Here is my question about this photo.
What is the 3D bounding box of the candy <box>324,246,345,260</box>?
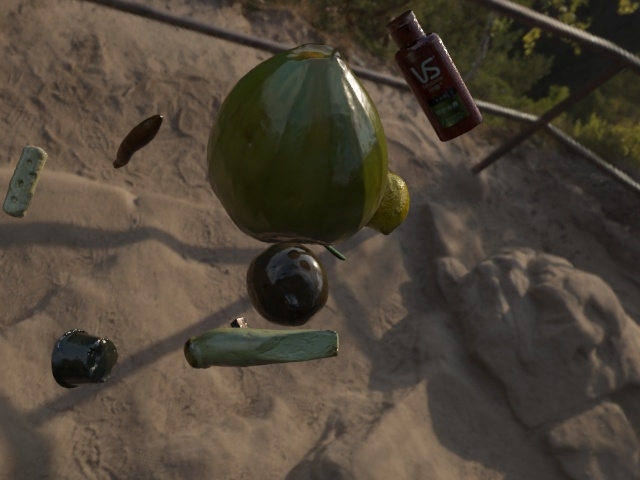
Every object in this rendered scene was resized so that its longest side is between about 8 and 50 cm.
[{"bbox_3d":[0.000,-0.002,2.043,0.323,0.097,0.097,40,40,-47],"label":"candy"}]

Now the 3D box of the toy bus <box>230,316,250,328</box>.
[{"bbox_3d":[-0.189,0.250,1.546,0.110,0.031,0.043,56,26,15],"label":"toy bus"}]

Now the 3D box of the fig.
[{"bbox_3d":[-0.020,-0.122,0.772,0.239,0.271,0.240,11,45,-12],"label":"fig"}]

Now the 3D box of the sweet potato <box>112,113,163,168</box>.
[{"bbox_3d":[-0.494,-0.265,1.604,0.057,0.264,0.058,28,48,-36],"label":"sweet potato"}]

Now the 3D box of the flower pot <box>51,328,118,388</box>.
[{"bbox_3d":[-0.616,0.315,1.597,0.157,0.106,0.158,-2,90,-69],"label":"flower pot"}]

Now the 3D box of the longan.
[{"bbox_3d":[-0.112,0.153,2.060,0.297,0.297,0.298,19,53,-27],"label":"longan"}]

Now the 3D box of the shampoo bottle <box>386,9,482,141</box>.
[{"bbox_3d":[0.264,-0.386,1.421,0.314,0.118,0.076,54,33,-22],"label":"shampoo bottle"}]

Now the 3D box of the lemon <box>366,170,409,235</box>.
[{"bbox_3d":[0.193,-0.124,1.896,0.181,0.180,0.193,-50,130,-44],"label":"lemon"}]

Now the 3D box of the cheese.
[{"bbox_3d":[-0.772,-0.154,1.568,0.064,0.043,0.194,15,81,-1],"label":"cheese"}]

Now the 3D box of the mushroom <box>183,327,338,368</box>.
[{"bbox_3d":[-0.129,0.229,1.295,0.332,0.107,0.088,-3,86,6],"label":"mushroom"}]
